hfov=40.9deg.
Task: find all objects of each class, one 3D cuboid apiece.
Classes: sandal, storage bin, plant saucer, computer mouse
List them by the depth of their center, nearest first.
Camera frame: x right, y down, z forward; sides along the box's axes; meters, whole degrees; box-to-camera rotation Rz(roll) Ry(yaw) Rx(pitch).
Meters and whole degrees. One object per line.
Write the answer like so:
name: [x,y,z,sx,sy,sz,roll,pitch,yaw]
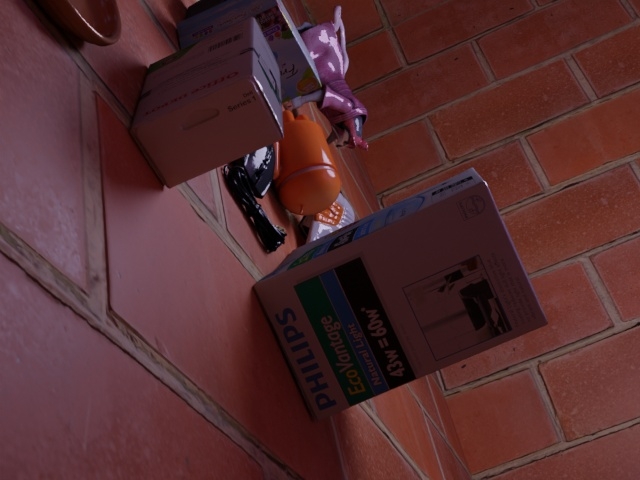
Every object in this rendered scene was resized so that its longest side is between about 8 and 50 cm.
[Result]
plant saucer: [-0.279,-0.297,0.912,0.200,0.037,0.200,-22,90,-81]
computer mouse: [-0.090,-0.098,1.437,0.262,0.060,0.184,-94,159,-62]
storage bin: [-0.181,-0.383,1.502,0.135,0.091,0.098,-96,161,-58]
sandal: [-0.007,-0.007,1.694,0.102,0.076,0.265,48,37,-22]

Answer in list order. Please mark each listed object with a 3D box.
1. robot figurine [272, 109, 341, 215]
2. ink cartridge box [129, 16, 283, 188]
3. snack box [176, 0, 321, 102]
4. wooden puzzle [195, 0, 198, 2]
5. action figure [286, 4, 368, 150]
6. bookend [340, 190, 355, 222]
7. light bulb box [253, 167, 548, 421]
robot figurine: [-0.038,-0.141,1.643,0.158,0.128,0.220,64,6,-66]
ink cartridge box: [-0.135,-0.175,1.063,0.219,0.160,0.093,-96,161,-58]
snack box: [-0.115,-0.308,1.439,0.207,0.174,0.070,53,18,-55]
wooden puzzle: [-0.220,-0.427,1.647,0.083,0.006,0.049,32,37,-75]
action figure: [0.040,-0.386,2.289,0.370,0.275,0.248,56,-1,20]
bookend: [0.031,-0.041,1.951,0.156,0.072,0.157,-75,141,-75]
light bulb box: [0.127,0.067,1.350,0.225,0.360,0.358,65,9,-4]
